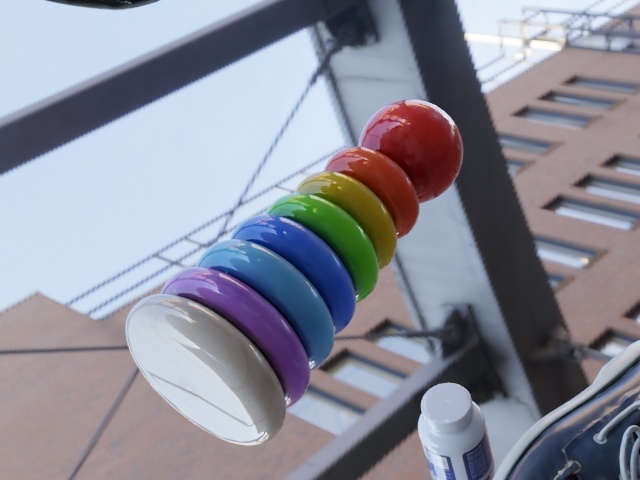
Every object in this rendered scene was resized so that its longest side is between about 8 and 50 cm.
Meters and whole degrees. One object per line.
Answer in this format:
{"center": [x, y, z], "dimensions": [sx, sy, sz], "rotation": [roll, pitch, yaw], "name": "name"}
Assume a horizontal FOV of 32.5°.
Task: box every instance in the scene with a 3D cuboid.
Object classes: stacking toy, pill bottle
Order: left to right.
{"center": [0.000, 0.000, 0.873], "dimensions": [0.330, 0.141, 0.141], "rotation": [-48, -49, -30], "name": "stacking toy"}
{"center": [0.134, 0.197, 1.091], "dimensions": [0.067, 0.067, 0.120], "rotation": [-45, -41, -26], "name": "pill bottle"}

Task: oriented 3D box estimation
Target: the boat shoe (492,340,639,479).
{"center": [0.199, 0.156, 0.741], "dimensions": [0.254, 0.079, 0.095], "rotation": [-31, -64, -37], "name": "boat shoe"}

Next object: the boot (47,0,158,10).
{"center": [-0.098, -0.230, 0.692], "dimensions": [0.190, 0.208, 0.076], "rotation": [-4, -47, -3], "name": "boot"}
